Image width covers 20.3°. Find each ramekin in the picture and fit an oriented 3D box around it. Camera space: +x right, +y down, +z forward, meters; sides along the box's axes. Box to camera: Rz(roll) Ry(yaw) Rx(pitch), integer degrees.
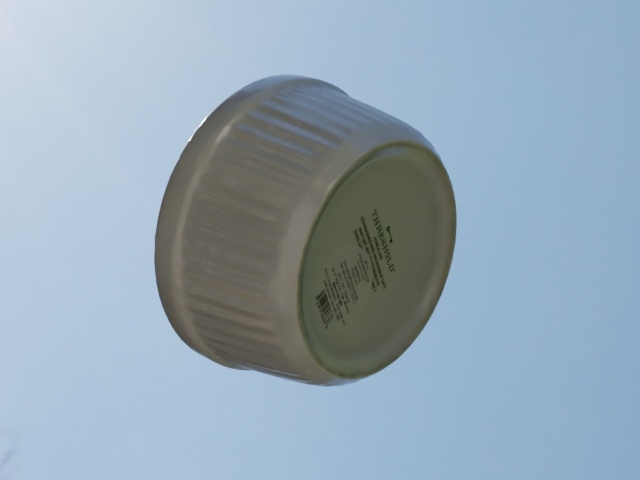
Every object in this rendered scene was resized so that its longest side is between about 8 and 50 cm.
[{"bbox_3d":[0.000,0.000,1.195,0.109,0.207,0.207,20,-58,38],"label":"ramekin"}]
